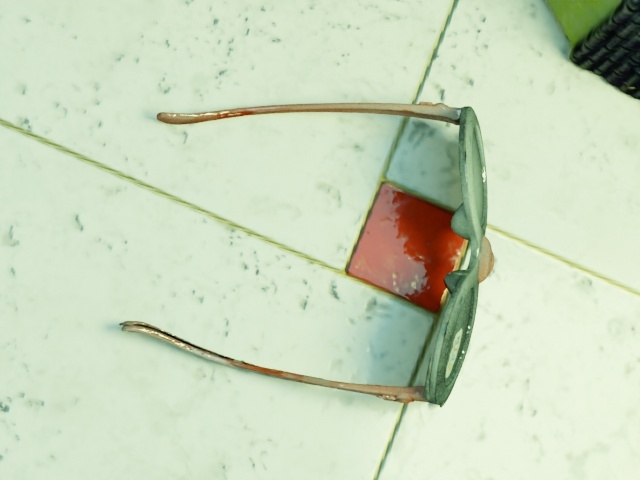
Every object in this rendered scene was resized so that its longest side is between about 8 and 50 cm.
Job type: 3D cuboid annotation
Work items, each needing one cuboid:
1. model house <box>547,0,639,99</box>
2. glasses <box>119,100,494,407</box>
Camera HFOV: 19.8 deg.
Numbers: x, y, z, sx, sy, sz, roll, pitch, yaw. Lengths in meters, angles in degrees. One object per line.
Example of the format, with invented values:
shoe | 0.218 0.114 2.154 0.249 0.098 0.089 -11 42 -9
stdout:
model house | 0.278 -0.215 1.420 0.170 0.194 0.211 -25 86 -16
glasses | 0.000 0.000 1.413 0.268 0.118 0.234 7 81 10
